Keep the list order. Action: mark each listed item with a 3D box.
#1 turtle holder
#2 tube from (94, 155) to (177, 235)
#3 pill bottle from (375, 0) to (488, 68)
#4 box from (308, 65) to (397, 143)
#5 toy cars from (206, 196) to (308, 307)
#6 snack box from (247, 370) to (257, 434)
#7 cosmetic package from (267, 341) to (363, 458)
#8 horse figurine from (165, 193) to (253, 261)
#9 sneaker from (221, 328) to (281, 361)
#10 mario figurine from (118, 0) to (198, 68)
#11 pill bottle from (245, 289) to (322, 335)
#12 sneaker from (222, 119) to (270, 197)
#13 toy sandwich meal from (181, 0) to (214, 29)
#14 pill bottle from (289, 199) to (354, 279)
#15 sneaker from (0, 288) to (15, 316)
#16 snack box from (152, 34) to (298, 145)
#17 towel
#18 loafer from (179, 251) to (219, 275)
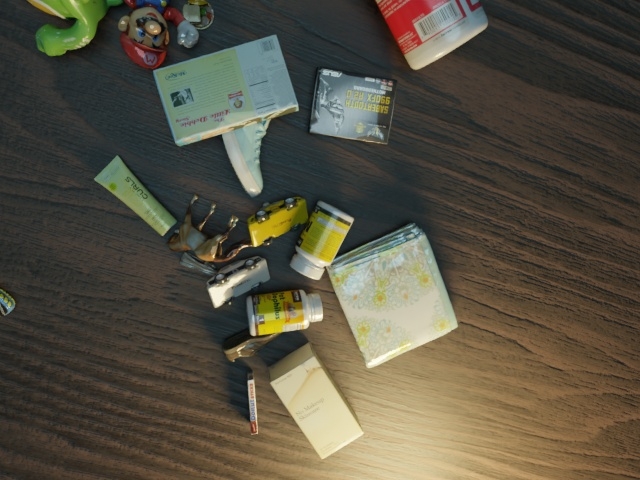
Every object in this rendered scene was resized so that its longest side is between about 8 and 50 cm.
[{"bbox_3d":[-0.617,-0.637,1.187,0.227,0.243,0.320,8,138,5],"label":"turtle holder"},{"bbox_3d":[-0.504,-0.115,1.369,0.240,0.062,0.070,46,51,-8],"label":"tube"},{"bbox_3d":[0.245,-0.682,1.289,0.229,0.229,0.407,-32,103,-2],"label":"pill bottle"},{"bbox_3d":[0.089,-0.381,1.409,0.231,0.056,0.183,7,99,-10],"label":"box"},{"bbox_3d":[-0.190,0.021,1.423,0.176,0.087,0.393,28,99,-46],"label":"toy cars"},{"bbox_3d":[-0.209,0.497,1.522,0.022,0.064,0.178,-4,101,-10],"label":"snack box"},{"bbox_3d":[-0.015,0.492,1.528,0.160,0.113,0.309,-32,104,-2],"label":"cosmetic package"},{"bbox_3d":[-0.310,-0.012,1.344,0.263,0.066,0.174,28,87,29],"label":"horse figurine"},{"bbox_3d":[-0.201,0.307,1.500,0.188,0.066,0.071,-19,128,-7],"label":"sneaker"},{"bbox_3d":[-0.406,-0.590,1.222,0.198,0.170,0.320,12,102,5],"label":"mario figurine"},{"bbox_3d":[-0.107,0.208,1.455,0.215,0.117,0.117,-6,101,-11],"label":"pill bottle"},{"bbox_3d":[-0.190,-0.304,1.340,0.150,0.135,0.366,-15,103,-1],"label":"sneaker"},{"bbox_3d":[-0.326,-0.604,1.318,0.086,0.029,0.085,-2,101,-8],"label":"toy sandwich meal"},{"bbox_3d":[0.000,0.000,1.434,0.119,0.119,0.208,26,95,-12],"label":"pill bottle"},{"bbox_3d":[-0.927,0.138,1.344,0.078,0.067,0.188,-42,107,-6],"label":"sneaker"},{"bbox_3d":[-0.235,-0.375,1.248,0.322,0.060,0.187,-17,91,-2],"label":"snack box"},{"bbox_3d":[0.221,0.168,1.519,0.321,0.090,0.374,-23,103,-1],"label":"towel"},{"bbox_3d":[-0.343,0.069,1.435,0.125,0.045,0.039,20,90,-9],"label":"loafer"}]
